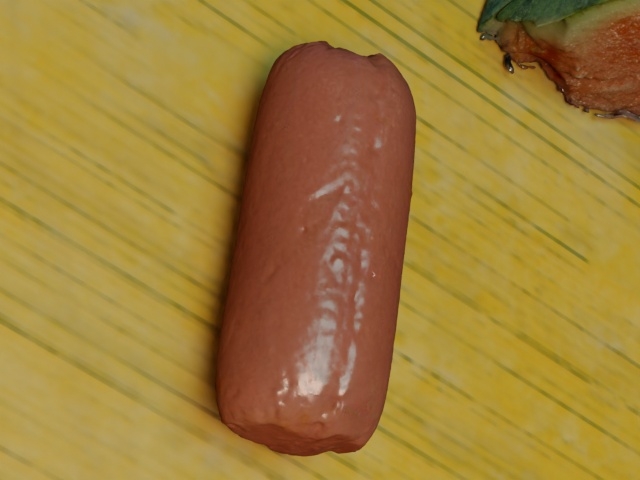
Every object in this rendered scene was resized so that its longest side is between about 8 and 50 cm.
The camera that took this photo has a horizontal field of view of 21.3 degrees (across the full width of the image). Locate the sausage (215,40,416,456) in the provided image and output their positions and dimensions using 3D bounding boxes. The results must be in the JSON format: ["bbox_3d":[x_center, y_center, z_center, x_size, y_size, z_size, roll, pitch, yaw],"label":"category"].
[{"bbox_3d":[0.000,0.000,0.616,0.062,0.062,0.154,18,65,-24],"label":"sausage"}]

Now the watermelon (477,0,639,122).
[{"bbox_3d":[0.192,-0.137,0.740,0.231,0.128,0.146,10,58,-21],"label":"watermelon"}]
